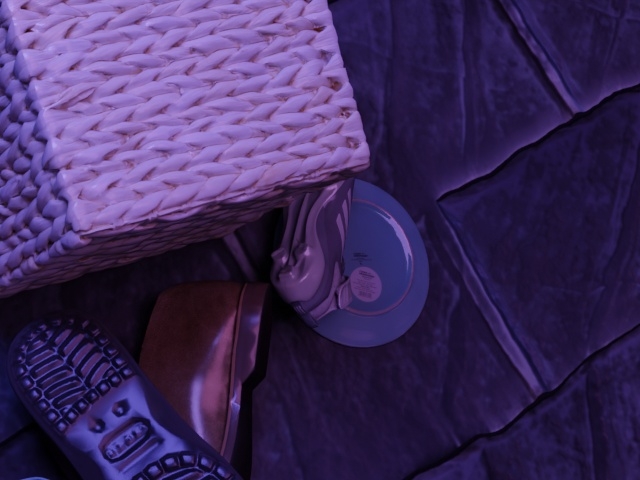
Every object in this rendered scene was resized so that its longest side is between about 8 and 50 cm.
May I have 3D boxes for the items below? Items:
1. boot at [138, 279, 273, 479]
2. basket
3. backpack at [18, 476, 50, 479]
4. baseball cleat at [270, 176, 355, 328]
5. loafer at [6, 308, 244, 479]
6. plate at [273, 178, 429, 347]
[{"bbox_3d":[-0.122,0.186,1.733,0.115,0.112,0.305,6,74,5],"label":"boot"},{"bbox_3d":[-0.180,-0.125,1.654,0.331,0.328,0.266,-17,86,-33],"label":"basket"},{"bbox_3d":[-0.268,0.302,1.562,0.166,0.144,0.188,-30,103,-34],"label":"backpack"},{"bbox_3d":[0.000,0.000,1.842,0.109,0.072,0.206,60,38,-37],"label":"baseball cleat"},{"bbox_3d":[-0.146,0.225,1.629,0.133,0.130,0.366,-30,74,-11],"label":"loafer"},{"bbox_3d":[0.039,0.019,1.902,0.188,0.024,0.188,10,68,-27],"label":"plate"}]
